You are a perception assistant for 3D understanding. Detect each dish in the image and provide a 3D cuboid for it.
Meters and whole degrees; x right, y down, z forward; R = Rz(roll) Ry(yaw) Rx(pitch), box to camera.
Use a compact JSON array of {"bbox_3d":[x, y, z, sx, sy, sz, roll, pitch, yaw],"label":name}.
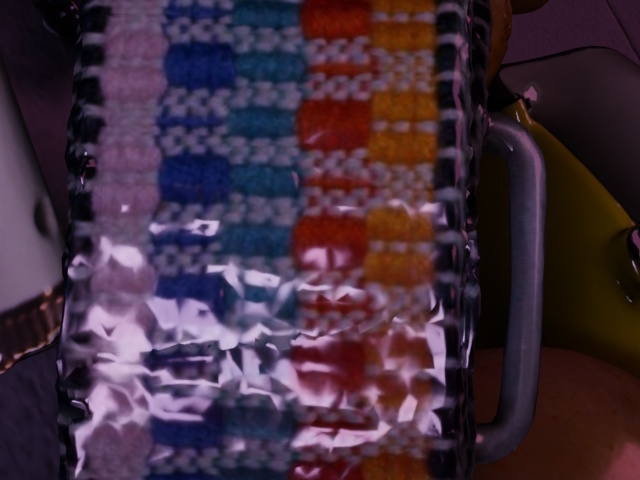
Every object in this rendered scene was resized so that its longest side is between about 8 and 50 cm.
[{"bbox_3d":[0.129,0.062,0.826,0.221,0.108,0.262,54,-5,42],"label":"dish"}]

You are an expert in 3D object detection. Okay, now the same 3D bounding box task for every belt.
[{"bbox_3d":[0.000,0.000,0.539,0.207,0.160,0.295,82,10,-79],"label":"belt"}]

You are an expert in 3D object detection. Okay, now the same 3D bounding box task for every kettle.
[{"bbox_3d":[0.210,-0.020,0.994,0.240,0.165,0.255,21,27,-46],"label":"kettle"}]

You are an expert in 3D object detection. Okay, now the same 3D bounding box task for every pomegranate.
[{"bbox_3d":[0.103,0.140,0.676,0.191,0.191,0.191,41,32,-34],"label":"pomegranate"}]

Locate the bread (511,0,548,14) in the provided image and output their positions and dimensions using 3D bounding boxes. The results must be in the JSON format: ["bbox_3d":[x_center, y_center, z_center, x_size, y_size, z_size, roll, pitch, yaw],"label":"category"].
[{"bbox_3d":[0.081,-0.301,1.175,0.305,0.091,0.142,40,26,-35],"label":"bread"}]

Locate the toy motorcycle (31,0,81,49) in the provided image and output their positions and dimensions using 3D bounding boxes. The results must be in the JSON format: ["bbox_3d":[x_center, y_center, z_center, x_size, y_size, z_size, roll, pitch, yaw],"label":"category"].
[{"bbox_3d":[-0.090,-0.148,0.741,0.122,0.080,0.215,43,27,-33],"label":"toy motorcycle"}]

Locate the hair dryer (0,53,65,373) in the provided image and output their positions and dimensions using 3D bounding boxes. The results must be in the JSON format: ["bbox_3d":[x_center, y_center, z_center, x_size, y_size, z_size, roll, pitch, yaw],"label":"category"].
[{"bbox_3d":[-0.157,-0.103,0.500,0.128,0.203,0.362,-60,137,-65],"label":"hair dryer"}]

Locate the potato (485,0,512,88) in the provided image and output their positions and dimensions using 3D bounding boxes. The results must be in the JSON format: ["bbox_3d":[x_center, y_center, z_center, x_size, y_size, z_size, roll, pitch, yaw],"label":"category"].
[{"bbox_3d":[0.035,-0.147,0.883,0.173,0.140,0.300,61,21,-10],"label":"potato"}]
